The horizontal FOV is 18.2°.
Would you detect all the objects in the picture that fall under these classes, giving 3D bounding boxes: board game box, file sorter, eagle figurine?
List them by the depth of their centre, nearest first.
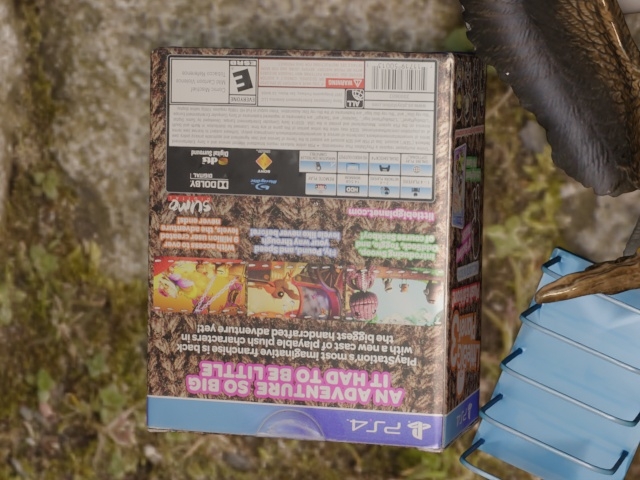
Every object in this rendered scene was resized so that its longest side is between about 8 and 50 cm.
[{"bbox_3d":[0.242,-0.113,1.400,0.225,0.226,0.298,-32,62,43],"label":"eagle figurine"},{"bbox_3d":[0.189,0.109,1.492,0.118,0.104,0.170,24,101,13],"label":"file sorter"},{"bbox_3d":[0.000,0.000,1.517,0.232,0.141,0.291,3,95,16],"label":"board game box"}]

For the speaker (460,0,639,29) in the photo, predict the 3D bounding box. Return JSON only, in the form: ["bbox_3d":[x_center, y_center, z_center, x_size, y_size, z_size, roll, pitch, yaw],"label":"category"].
[{"bbox_3d":[0.175,-0.189,1.497,0.136,0.055,0.055,-6,93,16],"label":"speaker"}]
